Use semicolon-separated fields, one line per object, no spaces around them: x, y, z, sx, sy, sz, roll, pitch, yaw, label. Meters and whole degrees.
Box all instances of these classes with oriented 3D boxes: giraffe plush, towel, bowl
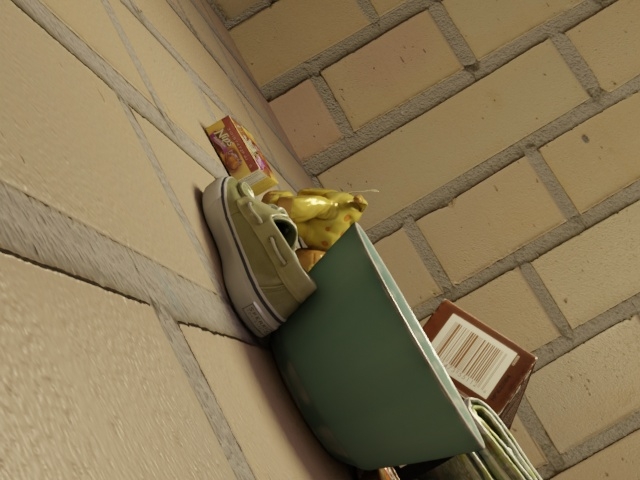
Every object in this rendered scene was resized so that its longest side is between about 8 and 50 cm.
0.000;0.000;1.818;0.181;0.210;0.170;-114;-158;-81;giraffe plush
0.280;0.434;1.695;0.320;0.090;0.374;57;-17;17;towel
0.052;0.151;1.253;0.311;0.163;0.311;58;5;-8;bowl

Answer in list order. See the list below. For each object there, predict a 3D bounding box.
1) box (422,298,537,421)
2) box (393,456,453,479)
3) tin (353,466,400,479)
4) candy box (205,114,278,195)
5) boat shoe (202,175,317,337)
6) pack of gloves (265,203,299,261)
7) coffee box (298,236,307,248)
0.247;0.274;1.850;0.191;0.143;0.381;33;-20;18;box
0.098;0.238;1.567;0.153;0.108;0.207;55;7;-40;box
0.080;0.319;1.304;0.106;0.040;0.189;63;3;-14;tin
-0.134;-0.145;1.805;0.109;0.053;0.187;61;3;8;candy box
-0.071;0.005;1.264;0.109;0.094;0.302;57;5;-36;boat shoe
-0.056;0.050;1.617;0.232;0.046;0.195;63;-7;0;pack of gloves
0.065;0.084;2.115;0.168;0.119;0.297;56;6;-32;coffee box
